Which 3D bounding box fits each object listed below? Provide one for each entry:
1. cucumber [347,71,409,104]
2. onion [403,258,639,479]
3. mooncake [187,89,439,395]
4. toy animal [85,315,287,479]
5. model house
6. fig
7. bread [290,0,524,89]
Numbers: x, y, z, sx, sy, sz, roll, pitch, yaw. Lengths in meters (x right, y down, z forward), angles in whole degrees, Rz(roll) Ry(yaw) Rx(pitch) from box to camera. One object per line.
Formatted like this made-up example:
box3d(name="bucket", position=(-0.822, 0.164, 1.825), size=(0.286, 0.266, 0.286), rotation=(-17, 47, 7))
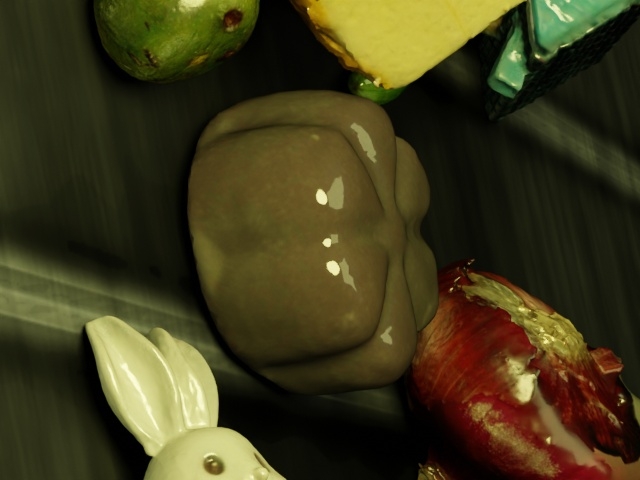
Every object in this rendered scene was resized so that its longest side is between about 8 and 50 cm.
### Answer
box3d(name="cucumber", position=(0.080, -0.180, 1.786), size=(0.056, 0.056, 0.250), rotation=(66, 31, -18))
box3d(name="onion", position=(0.168, 0.156, 1.667), size=(0.272, 0.195, 0.272), rotation=(42, 17, -15))
box3d(name="mooncake", position=(0.000, 0.000, 1.476), size=(0.245, 0.133, 0.244), rotation=(-8, 90, -67))
box3d(name="toy animal", position=(-0.077, 0.146, 1.262), size=(0.104, 0.131, 0.220), rotation=(-9, 82, -48))
box3d(name="model house", position=(0.204, -0.243, 1.934), size=(0.241, 0.226, 0.261), rotation=(-63, 179, -14))
box3d(name="fig", position=(-0.113, -0.197, 1.376), size=(0.123, 0.123, 0.156), rotation=(9, 53, -61))
box3d(name="bread", position=(0.019, -0.299, 1.470), size=(0.279, 0.207, 0.279), rotation=(50, 5, -45))
